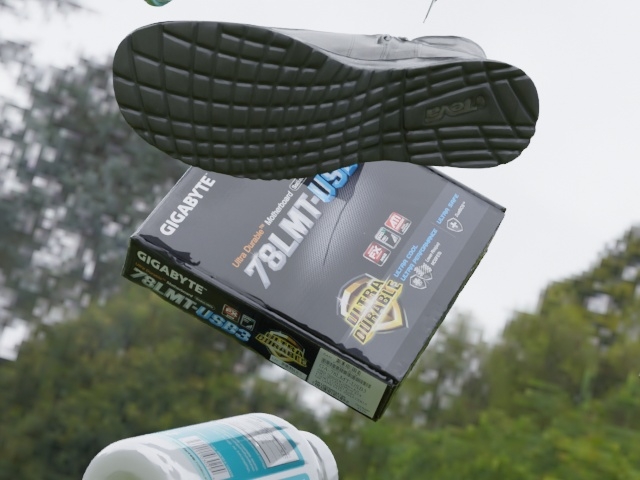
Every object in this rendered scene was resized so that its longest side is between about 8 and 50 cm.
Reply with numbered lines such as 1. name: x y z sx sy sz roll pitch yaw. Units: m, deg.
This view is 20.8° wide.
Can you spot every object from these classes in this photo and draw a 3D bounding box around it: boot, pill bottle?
1. boot: -0.007 -0.122 1.407 0.338 0.118 0.223 8 13 -13
2. pill bottle: -0.096 0.247 1.682 0.146 0.146 0.264 5 5 37

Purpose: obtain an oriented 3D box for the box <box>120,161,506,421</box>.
1. box: 0.000 0.000 1.746 0.293 0.295 0.073 31 -44 7

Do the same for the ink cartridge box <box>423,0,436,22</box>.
1. ink cartridge box: 0.114 -0.354 1.792 0.097 0.189 0.255 23 24 0

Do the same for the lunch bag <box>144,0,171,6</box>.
1. lunch bag: -0.122 -0.344 1.470 0.108 0.279 0.224 33 -11 17
